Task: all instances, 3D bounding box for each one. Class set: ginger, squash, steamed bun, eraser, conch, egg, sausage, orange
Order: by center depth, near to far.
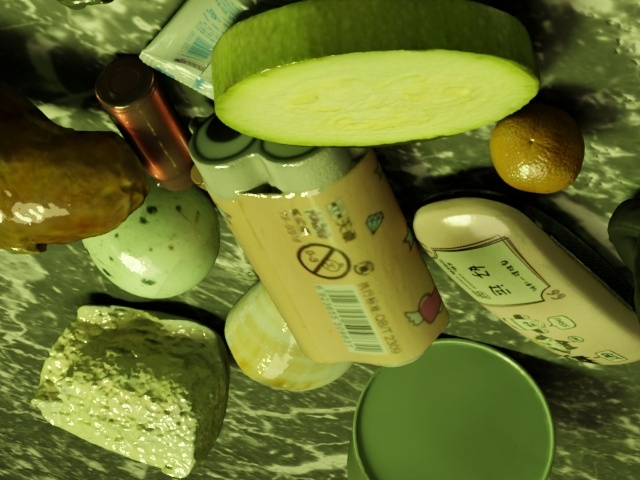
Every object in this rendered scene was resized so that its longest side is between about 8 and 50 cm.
[{"bbox_3d":[0.042,-0.124,1.161,0.252,0.049,0.252,-4,167,-1],"label":"squash"},{"bbox_3d":[0.178,-0.074,1.234,0.085,0.085,0.085,13,155,6],"label":"orange"},{"bbox_3d":[-0.318,-0.084,1.372,0.321,0.165,0.172,28,127,-9],"label":"ginger"},{"bbox_3d":[0.000,0.000,1.413,0.171,0.087,0.290,-1,139,26],"label":"eraser"},{"bbox_3d":[-0.090,-0.051,1.462,0.026,0.026,0.116,3,169,24],"label":"sausage"},{"bbox_3d":[-0.175,-0.019,1.507,0.164,0.131,0.131,49,146,-12],"label":"egg"},{"bbox_3d":[-0.018,0.093,1.630,0.158,0.127,0.255,19,154,-5],"label":"conch"},{"bbox_3d":[-0.226,0.165,1.848,0.225,0.200,0.170,13,115,11],"label":"steamed bun"}]

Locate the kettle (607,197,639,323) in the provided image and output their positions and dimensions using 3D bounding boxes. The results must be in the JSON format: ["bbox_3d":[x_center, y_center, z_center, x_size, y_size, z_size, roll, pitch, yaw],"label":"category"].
[{"bbox_3d":[0.372,0.070,1.285,0.250,0.207,0.271,-5,157,24],"label":"kettle"}]

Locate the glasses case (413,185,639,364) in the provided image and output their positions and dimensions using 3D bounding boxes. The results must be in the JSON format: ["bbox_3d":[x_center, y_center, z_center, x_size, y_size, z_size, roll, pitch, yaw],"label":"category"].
[{"bbox_3d":[0.210,0.039,1.446,0.122,0.075,0.314,-10,144,41],"label":"glasses case"}]

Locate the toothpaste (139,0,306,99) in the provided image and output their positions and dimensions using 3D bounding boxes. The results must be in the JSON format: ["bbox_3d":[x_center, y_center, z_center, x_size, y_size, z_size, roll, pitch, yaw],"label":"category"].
[{"bbox_3d":[-0.063,-0.173,1.190,0.114,0.073,0.299,25,160,-10],"label":"toothpaste"}]

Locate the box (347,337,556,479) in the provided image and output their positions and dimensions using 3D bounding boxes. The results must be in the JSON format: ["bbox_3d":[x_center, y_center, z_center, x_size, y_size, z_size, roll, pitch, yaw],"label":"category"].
[{"bbox_3d":[0.145,0.243,1.729,0.226,0.226,0.149,14,155,3],"label":"box"}]

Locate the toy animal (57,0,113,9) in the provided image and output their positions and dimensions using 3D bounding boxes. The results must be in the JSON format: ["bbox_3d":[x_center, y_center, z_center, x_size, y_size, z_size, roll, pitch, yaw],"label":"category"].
[{"bbox_3d":[-0.227,-0.226,1.185,0.135,0.047,0.065,28,161,-36],"label":"toy animal"}]

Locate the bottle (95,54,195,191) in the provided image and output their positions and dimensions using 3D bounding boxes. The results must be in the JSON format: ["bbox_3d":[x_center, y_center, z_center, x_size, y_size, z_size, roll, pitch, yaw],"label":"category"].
[{"bbox_3d":[-0.152,-0.102,1.390,0.060,0.060,0.164,7,154,18],"label":"bottle"}]
